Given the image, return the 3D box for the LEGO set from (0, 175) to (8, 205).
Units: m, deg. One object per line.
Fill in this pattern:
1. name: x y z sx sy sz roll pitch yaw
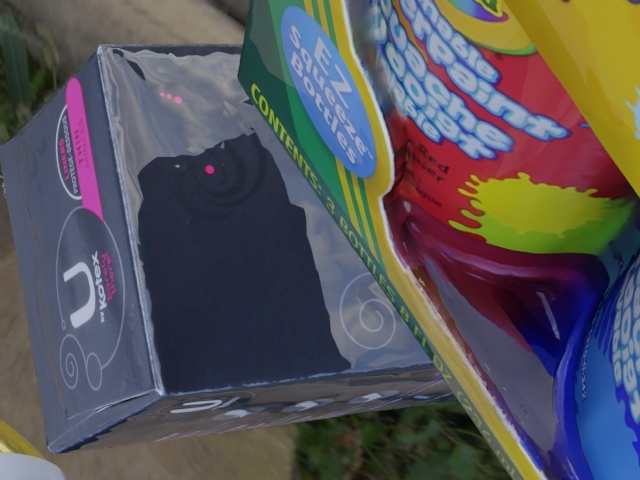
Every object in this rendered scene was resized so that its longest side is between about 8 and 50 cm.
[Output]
1. LEGO set: -0.259 -0.036 1.500 0.083 0.023 0.054 -6 79 -43

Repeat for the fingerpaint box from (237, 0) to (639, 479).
1. fingerpaint box: 0.165 0.014 0.509 0.163 0.371 0.445 -31 77 -16

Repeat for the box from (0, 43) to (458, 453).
1. box: 0.000 0.000 0.898 0.270 0.143 0.165 -5 76 -30

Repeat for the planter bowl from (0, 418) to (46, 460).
1. planter bowl: -0.299 0.212 1.609 0.217 0.217 0.090 42 88 -5

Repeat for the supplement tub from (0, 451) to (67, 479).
1. supplement tub: -0.202 0.279 1.041 0.191 0.191 0.272 -12 66 -8
